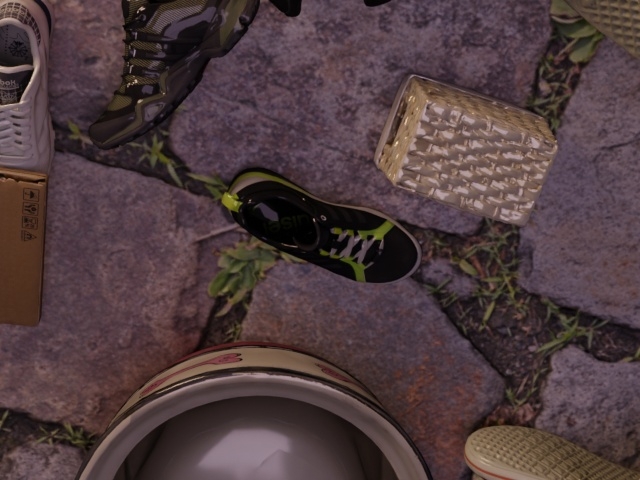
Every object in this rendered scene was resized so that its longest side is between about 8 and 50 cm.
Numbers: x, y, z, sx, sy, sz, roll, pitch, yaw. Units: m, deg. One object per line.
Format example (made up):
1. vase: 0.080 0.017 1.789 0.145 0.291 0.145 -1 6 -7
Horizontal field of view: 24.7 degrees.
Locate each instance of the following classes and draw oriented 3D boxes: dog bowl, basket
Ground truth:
1. dog bowl: -0.077 0.295 1.644 0.408 0.150 0.408 -2 112 -4
2. basket: 0.154 -0.092 1.537 0.167 0.103 0.113 17 108 -10

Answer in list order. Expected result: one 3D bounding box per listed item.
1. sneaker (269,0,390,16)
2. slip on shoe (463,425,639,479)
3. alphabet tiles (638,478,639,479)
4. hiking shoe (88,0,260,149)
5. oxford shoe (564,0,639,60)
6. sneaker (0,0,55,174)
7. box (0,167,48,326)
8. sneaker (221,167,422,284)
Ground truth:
1. sneaker: 0.061 -0.316 1.451 0.293 0.102 0.146 -24 115 10
2. slip on shoe: 0.308 0.308 1.705 0.331 0.123 0.101 23 112 -18
3. alphabet tiles: 0.374 0.359 1.673 0.284 0.021 0.278 23 123 -23
4. hiking shoe: -0.170 -0.195 1.491 0.114 0.086 0.227 44 96 -5
5. oxford shoe: 0.360 -0.270 1.482 0.449 0.169 0.130 40 62 -10
6. sneaker: -0.316 -0.134 1.485 0.090 0.095 0.235 0 114 -7
7. box: -0.374 0.003 1.539 0.164 0.021 0.201 8 129 -5
8. sneaker: 0.000 0.000 1.562 0.235 0.097 0.084 20 109 -12
